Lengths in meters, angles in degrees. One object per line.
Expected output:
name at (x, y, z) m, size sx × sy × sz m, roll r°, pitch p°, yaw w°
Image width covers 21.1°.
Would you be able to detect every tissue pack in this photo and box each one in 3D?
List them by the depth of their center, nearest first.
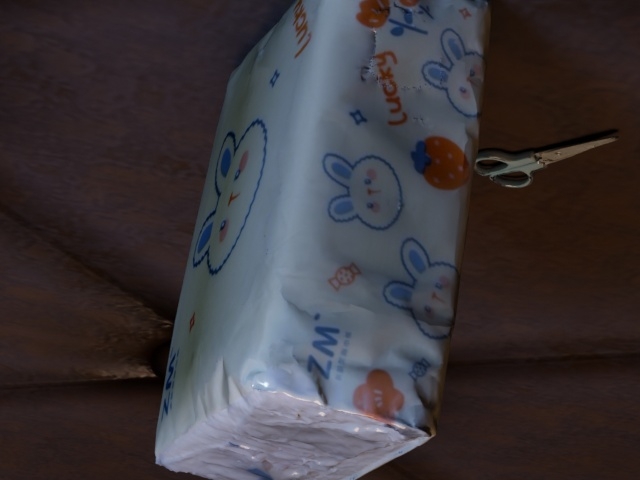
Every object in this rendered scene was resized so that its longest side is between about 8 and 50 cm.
tissue pack at (0.000, 0.000, 0.727) m, size 0.092 × 0.196 × 0.148 m, roll 16°, pitch 156°, yaw -17°

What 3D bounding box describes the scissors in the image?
scissors at (0.111, -0.041, 0.838) m, size 0.036 × 0.006 × 0.083 m, roll 28°, pitch 150°, yaw -35°
